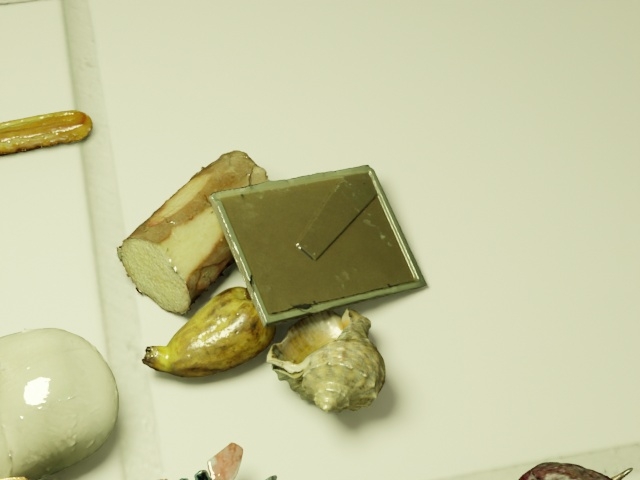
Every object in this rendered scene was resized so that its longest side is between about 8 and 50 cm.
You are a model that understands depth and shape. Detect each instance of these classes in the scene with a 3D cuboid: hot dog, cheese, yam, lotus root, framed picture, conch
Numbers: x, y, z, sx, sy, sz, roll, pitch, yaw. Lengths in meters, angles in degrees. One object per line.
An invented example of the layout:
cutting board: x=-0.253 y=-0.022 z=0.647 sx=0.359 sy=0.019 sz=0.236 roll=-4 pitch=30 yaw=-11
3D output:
hot dog: x=-0.451 y=-0.156 z=1.938 sx=0.215 sy=0.047 sz=0.066 roll=-13 pitch=42 yaw=-12
cheese: x=-0.354 y=0.200 z=1.628 sx=0.189 sy=0.154 sz=0.198 roll=-13 pitch=56 yaw=-19
yam: x=-0.161 y=-0.018 z=1.813 sx=0.128 sy=0.129 sz=0.238 roll=15 pitch=48 yaw=42
lotus root: x=-0.146 y=0.134 z=1.729 sx=0.190 sy=0.094 sz=0.108 roll=-32 pitch=22 yaw=-11
framed picture: x=0.000 y=0.000 z=1.786 sx=0.281 sy=0.019 sz=0.209 roll=-10 pitch=68 yaw=-34
conch: x=0.012 y=0.150 z=1.698 sx=0.155 sy=0.130 sz=0.207 roll=19 pitch=41 yaw=-5

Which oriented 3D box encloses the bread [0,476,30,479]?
bread: x=-0.360 y=0.371 z=1.489 sx=0.104 sy=0.199 sz=0.199 roll=-7 pitch=55 yaw=-18

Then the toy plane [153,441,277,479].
toy plane: x=-0.098 y=0.406 z=1.526 sx=0.222 sy=0.104 sz=0.326 roll=-21 pitch=59 yaw=-18

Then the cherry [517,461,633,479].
cherry: x=0.302 y=0.358 z=1.534 sx=0.195 sy=0.195 sz=0.195 roll=2 pitch=55 yaw=-2
